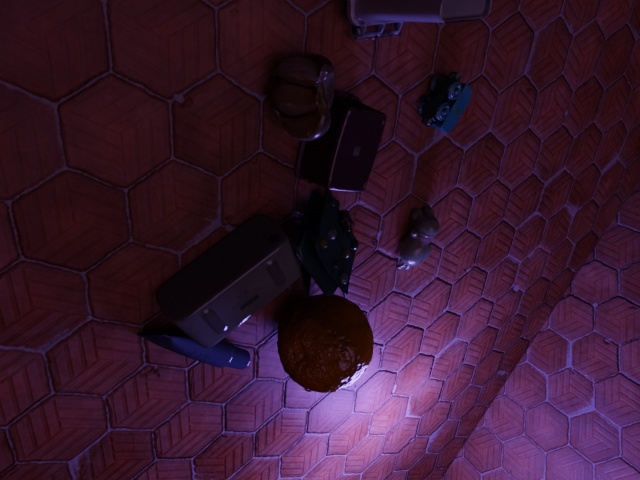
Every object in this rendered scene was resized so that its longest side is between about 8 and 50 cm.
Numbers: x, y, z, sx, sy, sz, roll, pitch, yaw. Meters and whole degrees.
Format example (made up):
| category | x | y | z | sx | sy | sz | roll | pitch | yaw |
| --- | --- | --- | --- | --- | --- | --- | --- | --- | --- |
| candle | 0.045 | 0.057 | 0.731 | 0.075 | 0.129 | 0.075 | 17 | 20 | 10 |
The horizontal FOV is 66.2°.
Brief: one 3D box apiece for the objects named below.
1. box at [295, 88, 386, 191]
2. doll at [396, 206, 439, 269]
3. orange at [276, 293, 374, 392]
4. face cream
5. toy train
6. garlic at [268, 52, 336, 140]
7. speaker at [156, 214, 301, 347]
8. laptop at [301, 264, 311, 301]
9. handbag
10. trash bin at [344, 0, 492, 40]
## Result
| category | x | y | z | sx | sy | sz | roll | pitch | yaw |
| --- | --- | --- | --- | --- | --- | --- | --- | --- | --- |
| box | 0.062 | -0.287 | 1.466 | 0.193 | 0.167 | 0.294 | 0 | 115 | -35 |
| doll | 0.384 | 0.007 | 1.918 | 0.155 | 0.113 | 0.275 | -1 | 115 | -40 |
| orange | 0.023 | 0.349 | 1.706 | 0.293 | 0.340 | 0.341 | -19 | 129 | -57 |
| face cream | -0.377 | 0.342 | 1.551 | 0.385 | 0.135 | 0.086 | 31 | 59 | -46 |
| toy train | 0.425 | -0.468 | 1.678 | 0.154 | 0.107 | 0.198 | 20 | 102 | -50 |
| garlic | -0.035 | -0.393 | 1.326 | 0.160 | 0.191 | 0.214 | -47 | 141 | -43 |
| speaker | -0.257 | 0.126 | 1.464 | 0.406 | 0.183 | 0.184 | -38 | 138 | -12 |
| laptop | -0.044 | 0.086 | 1.603 | 0.016 | 0.197 | 0.135 | -4 | 126 | 5 |
| handbag | 0.038 | 0.007 | 1.562 | 0.269 | 0.100 | 0.274 | 58 | 37 | -35 |
| trash bin | 0.245 | -0.648 | 1.249 | 0.256 | 0.367 | 0.296 | -18 | 125 | -29 |
